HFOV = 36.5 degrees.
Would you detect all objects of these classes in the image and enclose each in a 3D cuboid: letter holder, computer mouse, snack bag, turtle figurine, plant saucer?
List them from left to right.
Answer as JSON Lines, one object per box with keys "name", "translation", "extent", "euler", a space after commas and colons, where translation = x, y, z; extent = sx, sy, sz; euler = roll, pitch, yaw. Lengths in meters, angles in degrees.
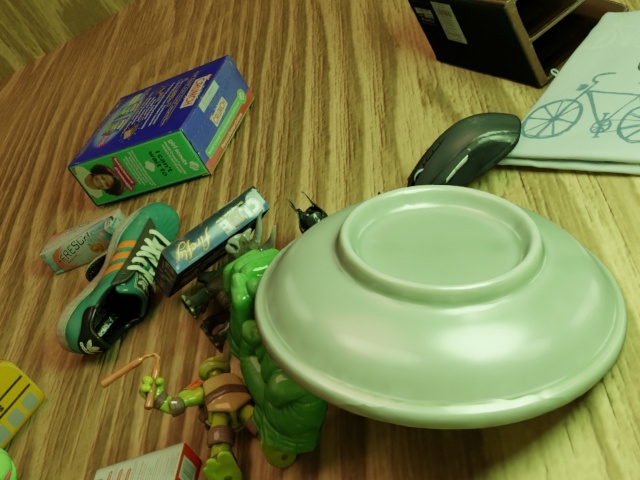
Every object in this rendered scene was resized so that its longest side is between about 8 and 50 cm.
{"name": "turtle figurine", "translation": [-0.126, 0.210, 1.201], "extent": [0.270, 0.087, 0.217], "euler": [-7, 32, -17]}
{"name": "plant saucer", "translation": [0.127, 0.032, 1.041], "extent": [0.401, 0.100, 0.400], "euler": [-1, 33, 1]}
{"name": "computer mouse", "translation": [0.163, -0.081, 1.334], "extent": [0.262, 0.060, 0.184], "euler": [-35, 29, 22]}
{"name": "letter holder", "translation": [0.318, -0.393, 1.577], "extent": [0.214, 0.152, 0.302], "euler": [-38, 30, -10]}
{"name": "snack bag", "translation": [0.442, -0.213, 1.308], "extent": [0.323, 0.037, 0.342], "euler": [8, 51, 49]}

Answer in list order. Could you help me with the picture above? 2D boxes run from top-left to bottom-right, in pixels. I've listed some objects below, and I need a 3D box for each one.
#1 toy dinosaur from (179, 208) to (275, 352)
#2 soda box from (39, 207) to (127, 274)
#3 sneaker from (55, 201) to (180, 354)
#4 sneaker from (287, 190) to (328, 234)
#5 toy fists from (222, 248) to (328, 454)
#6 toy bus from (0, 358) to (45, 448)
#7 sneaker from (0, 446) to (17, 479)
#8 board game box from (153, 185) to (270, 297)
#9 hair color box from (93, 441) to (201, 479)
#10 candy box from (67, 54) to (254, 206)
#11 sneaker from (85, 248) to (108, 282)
{"name": "toy dinosaur", "translation": [-0.118, 0.069, 1.408], "extent": [0.160, 0.121, 0.313], "euler": [-37, -2, -9]}
{"name": "soda box", "translation": [-0.449, 0.003, 1.864], "extent": [0.183, 0.058, 0.063], "euler": [-20, 33, 25]}
{"name": "sneaker", "translation": [-0.306, 0.064, 1.597], "extent": [0.121, 0.108, 0.302], "euler": [3, 55, 46]}
{"name": "sneaker", "translation": [0.002, -0.001, 1.390], "extent": [0.051, 0.089, 0.170], "euler": [-32, 30, 5]}
{"name": "toy fists", "translation": [-0.057, 0.113, 1.142], "extent": [0.096, 0.142, 0.279], "euler": [2, 29, -18]}
{"name": "toy bus", "translation": [-0.582, 0.323, 1.467], "extent": [0.108, 0.130, 0.332], "euler": [1, 46, 45]}
{"name": "sneaker", "translation": [-0.614, 0.433, 1.244], "extent": [0.202, 0.185, 0.483], "euler": [29, 52, 20]}
{"name": "board game box", "translation": [-0.170, 0.007, 1.464], "extent": [0.165, 0.042, 0.243], "euler": [-37, -2, -16]}
{"name": "hair color box", "translation": [-0.224, 0.309, 1.217], "extent": [0.141, 0.043, 0.072], "euler": [-20, 33, 22]}
{"name": "candy box", "translation": [-0.325, -0.224, 2.002], "extent": [0.317, 0.122, 0.268], "euler": [-14, 35, 33]}
{"name": "sneaker", "translation": [-0.352, 0.023, 1.756], "extent": [0.161, 0.057, 0.075], "euler": [-37, 13, -1]}
